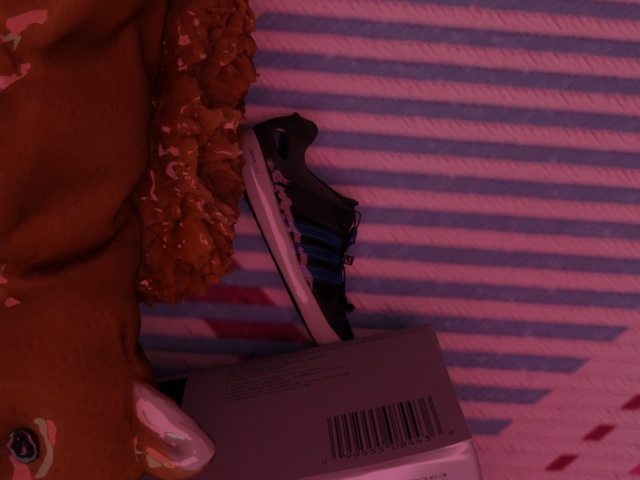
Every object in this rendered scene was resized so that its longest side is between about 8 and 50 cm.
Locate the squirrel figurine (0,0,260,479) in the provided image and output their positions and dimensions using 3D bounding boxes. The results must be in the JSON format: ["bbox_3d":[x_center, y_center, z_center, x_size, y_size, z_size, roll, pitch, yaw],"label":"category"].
[{"bbox_3d":[-0.153,-0.034,0.695,0.281,0.397,0.370,-14,94,36],"label":"squirrel figurine"}]

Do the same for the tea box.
[{"bbox_3d":[-0.039,0.270,0.823,0.329,0.220,0.323,-12,107,1],"label":"tea box"}]

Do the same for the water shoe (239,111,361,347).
[{"bbox_3d":[0.000,0.000,0.895,0.080,0.073,0.203,-25,105,-3],"label":"water shoe"}]
